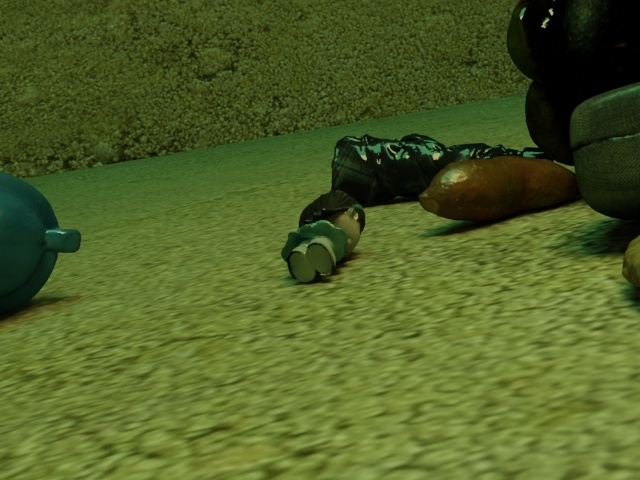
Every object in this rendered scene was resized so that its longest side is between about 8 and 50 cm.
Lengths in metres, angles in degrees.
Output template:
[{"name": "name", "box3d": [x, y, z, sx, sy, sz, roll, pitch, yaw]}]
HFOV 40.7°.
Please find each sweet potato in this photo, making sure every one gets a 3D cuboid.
[{"name": "sweet potato", "box3d": [0.162, -0.045, 0.713, 0.194, 0.057, 0.056, -7, 9, -26]}]

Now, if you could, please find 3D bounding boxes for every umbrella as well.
[{"name": "umbrella", "box3d": [0.121, -0.073, 0.863, 0.224, 0.080, 0.071, 1, -22, 28]}]

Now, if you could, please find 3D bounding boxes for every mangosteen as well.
[{"name": "mangosteen", "box3d": [0.281, -0.155, 0.729, 0.242, 0.243, 0.243, -9, 10, 2]}]

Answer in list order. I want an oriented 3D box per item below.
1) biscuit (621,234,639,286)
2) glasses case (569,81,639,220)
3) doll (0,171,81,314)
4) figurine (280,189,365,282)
[{"name": "biscuit", "box3d": [0.257, 0.002, 0.413, 0.219, 0.033, 0.220, -8, 9, 1]}, {"name": "glasses case", "box3d": [0.314, -0.070, 0.500, 0.323, 0.074, 0.131, -9, -12, 30]}, {"name": "doll", "box3d": [-0.357, -0.002, 0.677, 0.362, 0.145, 0.199, 0, 7, 11]}, {"name": "figurine", "box3d": [0.000, 0.000, 0.625, 0.060, 0.047, 0.106, -44, 5, 22]}]
